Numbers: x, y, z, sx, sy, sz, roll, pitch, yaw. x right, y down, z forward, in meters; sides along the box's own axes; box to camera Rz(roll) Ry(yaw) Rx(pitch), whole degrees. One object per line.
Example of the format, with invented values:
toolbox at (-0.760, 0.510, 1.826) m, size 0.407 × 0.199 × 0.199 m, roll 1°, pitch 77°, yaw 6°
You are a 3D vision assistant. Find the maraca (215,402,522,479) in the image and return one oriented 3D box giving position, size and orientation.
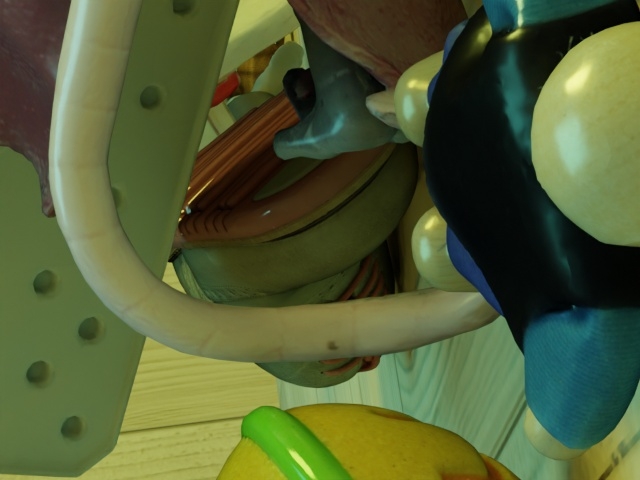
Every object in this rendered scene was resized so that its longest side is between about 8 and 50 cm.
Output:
maraca at (0.034, 0.120, 0.486) m, size 0.186 × 0.099 × 0.127 m, roll 55°, pitch 172°, yaw 12°

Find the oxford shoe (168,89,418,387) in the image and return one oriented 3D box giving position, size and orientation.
oxford shoe at (0.000, 0.000, 0.879) m, size 0.130 × 0.123 × 0.348 m, roll 52°, pitch 173°, yaw -5°

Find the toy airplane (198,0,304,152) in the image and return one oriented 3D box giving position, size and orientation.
toy airplane at (-0.117, -0.166, 1.220) m, size 0.384 × 0.272 × 0.386 m, roll 41°, pitch 156°, yaw 13°

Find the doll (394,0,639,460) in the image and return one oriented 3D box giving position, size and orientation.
doll at (0.044, -0.021, 0.392) m, size 0.189 × 0.046 × 0.129 m, roll -148°, pitch 50°, yaw -86°

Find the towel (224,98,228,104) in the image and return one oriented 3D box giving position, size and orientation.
towel at (-0.081, -0.068, 1.522) m, size 0.329 × 0.037 × 0.237 m, roll 64°, pitch 173°, yaw 7°

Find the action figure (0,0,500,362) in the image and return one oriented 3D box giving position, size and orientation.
action figure at (-0.082, -0.173, 0.496) m, size 0.276 × 0.248 × 0.370 m, roll -105°, pitch 7°, yaw -46°

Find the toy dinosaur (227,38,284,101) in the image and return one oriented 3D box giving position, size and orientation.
toy dinosaur at (-0.047, -0.104, 1.484) m, size 0.112 × 0.064 × 0.211 m, roll -117°, pitch 20°, yaw -76°

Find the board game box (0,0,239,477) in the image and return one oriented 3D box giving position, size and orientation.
board game box at (-0.201, -0.117, 0.648) m, size 0.050 × 0.390 × 0.390 m, roll 29°, pitch 107°, yaw 52°
